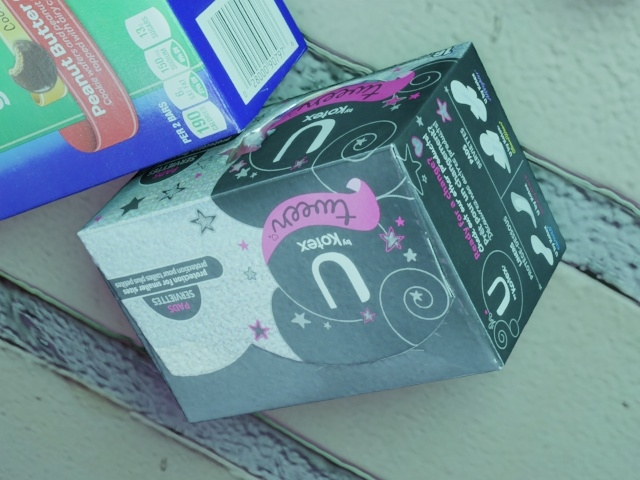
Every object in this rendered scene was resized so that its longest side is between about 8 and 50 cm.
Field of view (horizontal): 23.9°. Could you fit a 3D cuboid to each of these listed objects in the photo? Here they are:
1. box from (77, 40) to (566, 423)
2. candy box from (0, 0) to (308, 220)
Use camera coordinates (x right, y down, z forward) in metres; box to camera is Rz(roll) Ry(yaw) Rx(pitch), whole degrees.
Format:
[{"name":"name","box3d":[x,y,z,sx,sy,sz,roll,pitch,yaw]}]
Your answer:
[{"name":"box","box3d":[0.000,0.000,0.956,0.247,0.142,0.163,-14,115,33]},{"name":"candy box","box3d":[-0.212,-0.161,0.966,0.317,0.122,0.268,-16,114,36]}]
